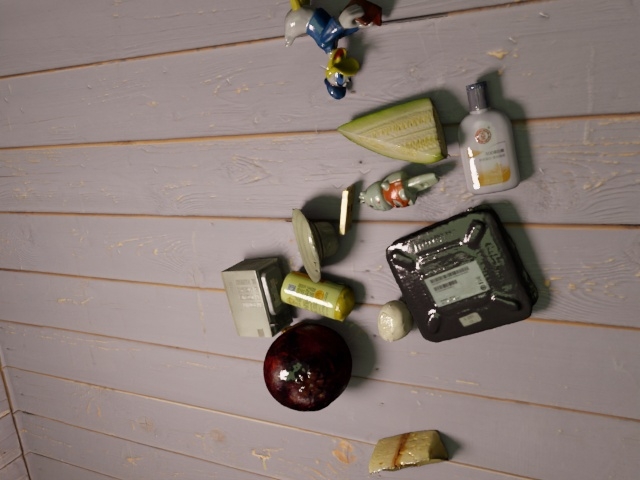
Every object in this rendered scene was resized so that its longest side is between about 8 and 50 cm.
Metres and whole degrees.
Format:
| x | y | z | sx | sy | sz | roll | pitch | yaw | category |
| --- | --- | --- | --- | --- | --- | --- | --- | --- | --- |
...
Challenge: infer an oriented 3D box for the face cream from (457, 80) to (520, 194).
| x | y | z | sx | sy | sz | roll | pitch | yaw | category |
| --- | --- | --- | --- | --- | --- | --- | --- | --- | --- |
| 0.439 | -0.271 | 1.337 | 0.144 | 0.071 | 0.291 | -6 | 103 | 26 | face cream |

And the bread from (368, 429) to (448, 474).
| x | y | z | sx | sy | sz | roll | pitch | yaw | category |
| --- | --- | --- | --- | --- | --- | --- | --- | --- | --- |
| 0.285 | 0.742 | 1.667 | 0.240 | 0.178 | 0.135 | -24 | 94 | 27 | bread |

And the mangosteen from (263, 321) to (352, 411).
| x | y | z | sx | sy | sz | roll | pitch | yaw | category |
| --- | --- | --- | --- | --- | --- | --- | --- | --- | --- |
| -0.044 | 0.418 | 1.675 | 0.297 | 0.293 | 0.297 | 1 | 82 | -9 | mangosteen |

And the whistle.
| x | y | z | sx | sy | sz | roll | pitch | yaw | category |
| --- | --- | --- | --- | --- | --- | --- | --- | --- | --- |
| 0.223 | -0.143 | 1.460 | 0.253 | 0.102 | 0.105 | -18 | 90 | 32 | whistle |

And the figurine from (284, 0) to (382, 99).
| x | y | z | sx | sy | sz | roll | pitch | yaw | category |
| --- | --- | --- | --- | --- | --- | --- | --- | --- | --- |
| 0.043 | -0.569 | 1.405 | 0.284 | 0.204 | 0.338 | -4 | 117 | 19 | figurine |

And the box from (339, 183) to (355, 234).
| x | y | z | sx | sy | sz | roll | pitch | yaw | category |
| --- | --- | --- | --- | --- | --- | --- | --- | --- | --- |
| 0.082 | -0.096 | 1.556 | 0.020 | 0.073 | 0.149 | 11 | 110 | 19 | box |

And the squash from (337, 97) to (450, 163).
| x | y | z | sx | sy | sz | roll | pitch | yaw | category |
| --- | --- | --- | --- | --- | --- | --- | --- | --- | --- |
| 0.205 | -0.263 | 1.421 | 0.289 | 0.111 | 0.203 | -15 | 65 | 25 | squash |

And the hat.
| x | y | z | sx | sy | sz | roll | pitch | yaw | category |
| --- | --- | --- | --- | --- | --- | --- | --- | --- | --- |
| 0.000 | 0.000 | 1.597 | 0.110 | 0.252 | 0.252 | -15 | 102 | -14 | hat |

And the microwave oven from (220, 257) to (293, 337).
| x | y | z | sx | sy | sz | roll | pitch | yaw | category |
| --- | --- | --- | --- | --- | --- | --- | --- | --- | --- |
| -0.210 | 0.194 | 1.737 | 0.194 | 0.145 | 0.240 | -6 | 103 | 30 | microwave oven |

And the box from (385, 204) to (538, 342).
| x | y | z | sx | sy | sz | roll | pitch | yaw | category |
| --- | --- | --- | --- | --- | --- | --- | --- | --- | --- |
| 0.399 | 0.106 | 1.462 | 0.359 | 0.091 | 0.350 | -24 | 94 | 29 | box |

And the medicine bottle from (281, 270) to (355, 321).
| x | y | z | sx | sy | sz | roll | pitch | yaw | category |
| --- | --- | --- | --- | --- | --- | --- | --- | --- | --- |
| -0.003 | 0.182 | 1.659 | 0.239 | 0.124 | 0.124 | 14 | 111 | 19 | medicine bottle |

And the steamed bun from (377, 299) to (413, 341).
| x | y | z | sx | sy | sz | roll | pitch | yaw | category |
| --- | --- | --- | --- | --- | --- | --- | --- | --- | --- |
| 0.241 | 0.252 | 1.568 | 0.091 | 0.112 | 0.129 | 11 | 101 | 42 | steamed bun |
